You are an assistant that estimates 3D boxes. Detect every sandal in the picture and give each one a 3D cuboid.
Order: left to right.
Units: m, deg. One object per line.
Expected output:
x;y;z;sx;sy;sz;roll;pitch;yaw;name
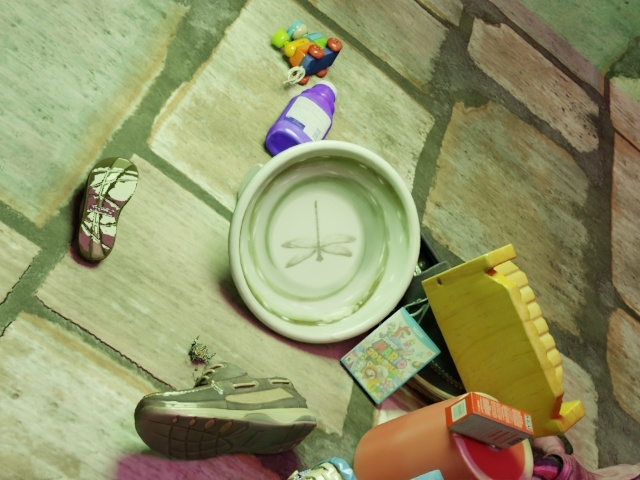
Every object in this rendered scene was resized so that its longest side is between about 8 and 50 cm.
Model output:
-0.394;-0.056;1.649;0.090;0.060;0.219;18;62;-23;sandal

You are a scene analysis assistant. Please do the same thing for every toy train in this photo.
-0.067;-0.467;2.246;0.143;0.105;0.248;43;39;11;toy train

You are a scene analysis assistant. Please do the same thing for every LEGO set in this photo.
-0.216;0.211;1.617;0.054;0.023;0.083;22;59;-25;LEGO set

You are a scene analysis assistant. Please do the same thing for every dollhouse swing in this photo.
0.422;0.177;1.796;0.305;0.315;0.346;-19;83;-30;dollhouse swing

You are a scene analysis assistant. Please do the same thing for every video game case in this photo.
0.141;0.232;1.827;0.119;0.166;0.015;50;-1;3;video game case

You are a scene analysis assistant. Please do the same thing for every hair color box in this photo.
0.291;0.312;1.565;0.141;0.072;0.043;25;45;-27;hair color box

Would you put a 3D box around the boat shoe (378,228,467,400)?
0.209;0.122;1.927;0.187;0.156;0.500;-21;70;-24;boat shoe

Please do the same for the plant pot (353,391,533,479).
0.240;0.417;1.681;0.275;0.243;0.275;24;44;-26;plant pot

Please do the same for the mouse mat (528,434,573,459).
0.498;0.455;2.069;0.190;0.007;0.152;-25;76;-50;mouse mat

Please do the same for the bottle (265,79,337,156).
-0.033;-0.283;2.125;0.118;0.092;0.283;39;40;-11;bottle

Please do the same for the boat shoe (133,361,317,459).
-0.167;0.284;1.534;0.355;0.132;0.130;16;39;-44;boat shoe

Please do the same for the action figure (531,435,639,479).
0.526;0.521;1.851;0.370;0.276;0.248;36;46;-35;action figure

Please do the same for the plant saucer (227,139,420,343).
0.000;0.000;1.810;0.401;0.100;0.400;-3;98;-21;plant saucer

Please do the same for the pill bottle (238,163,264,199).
-0.050;-0.077;1.911;0.229;0.131;0.131;19;47;-30;pill bottle

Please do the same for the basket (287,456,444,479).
0.036;0.455;1.459;0.289;0.255;0.201;-6;60;-32;basket
